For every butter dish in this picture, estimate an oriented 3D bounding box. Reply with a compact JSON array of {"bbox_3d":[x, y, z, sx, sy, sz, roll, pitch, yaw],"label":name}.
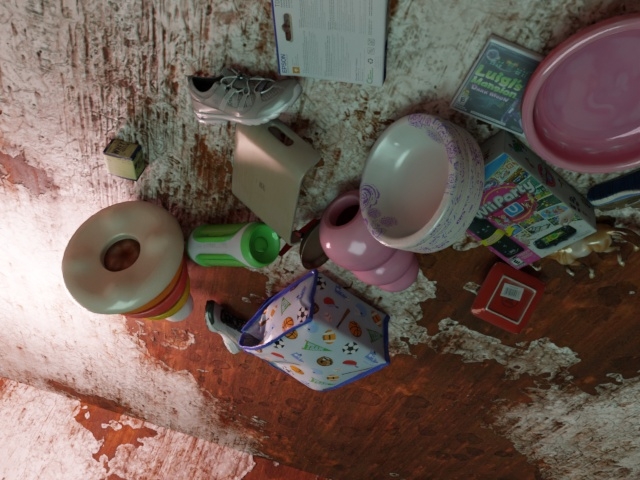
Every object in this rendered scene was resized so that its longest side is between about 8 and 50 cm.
[{"bbox_3d":[0.487,0.143,1.562,0.160,0.118,0.159,25,99,-7],"label":"butter dish"}]

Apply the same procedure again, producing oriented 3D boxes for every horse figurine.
[{"bbox_3d":[0.646,0.023,1.406,0.175,0.066,0.263,31,140,-26],"label":"horse figurine"}]

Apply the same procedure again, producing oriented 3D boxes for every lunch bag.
[{"bbox_3d":[-0.026,0.303,1.821,0.328,0.238,0.385,34,130,-22],"label":"lunch bag"}]

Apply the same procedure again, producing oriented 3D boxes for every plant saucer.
[{"bbox_3d":[0.539,-0.270,1.072,0.333,0.084,0.332,4,139,3],"label":"plant saucer"},{"bbox_3d":[0.000,0.000,1.542,0.029,0.168,0.168,34,148,30],"label":"plant saucer"}]

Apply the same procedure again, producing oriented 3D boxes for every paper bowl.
[{"bbox_3d":[0.224,-0.114,1.234,0.148,0.284,0.284,11,148,-36],"label":"paper bowl"}]

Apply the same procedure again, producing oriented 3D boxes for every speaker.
[{"bbox_3d":[-0.244,0.012,1.591,0.297,0.131,0.131,-1,140,47],"label":"speaker"}]

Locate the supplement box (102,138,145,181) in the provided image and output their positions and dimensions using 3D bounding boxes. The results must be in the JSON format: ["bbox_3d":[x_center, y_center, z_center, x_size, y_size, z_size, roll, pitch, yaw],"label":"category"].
[{"bbox_3d":[-0.516,-0.211,1.536,0.083,0.056,0.083,13,140,4],"label":"supplement box"}]

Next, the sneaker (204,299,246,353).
[{"bbox_3d":[-0.313,0.288,2.017,0.108,0.100,0.271,-17,134,15],"label":"sneaker"}]

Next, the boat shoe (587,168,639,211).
[{"bbox_3d":[0.677,-0.107,1.254,0.183,0.066,0.066,-15,136,45],"label":"boat shoe"}]

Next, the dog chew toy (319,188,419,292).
[{"bbox_3d":[0.141,0.020,1.477,0.207,0.206,0.332,-14,139,31],"label":"dog chew toy"}]

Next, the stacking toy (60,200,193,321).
[{"bbox_3d":[-0.516,0.136,1.775,0.351,0.350,0.479,5,151,13],"label":"stacking toy"}]

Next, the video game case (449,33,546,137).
[{"bbox_3d":[0.381,-0.298,1.161,0.191,0.022,0.173,21,139,-5],"label":"video game case"}]

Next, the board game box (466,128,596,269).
[{"bbox_3d":[0.434,-0.083,1.332,0.303,0.097,0.224,34,136,-19],"label":"board game box"}]

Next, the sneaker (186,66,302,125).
[{"bbox_3d":[-0.174,-0.317,1.255,0.282,0.105,0.115,-1,134,26],"label":"sneaker"}]

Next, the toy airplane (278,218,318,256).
[{"bbox_3d":[-0.073,-0.016,1.569,0.151,0.151,0.028,-25,111,38],"label":"toy airplane"}]

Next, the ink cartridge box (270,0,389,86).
[{"bbox_3d":[0.020,-0.414,1.132,0.224,0.045,0.223,10,139,11],"label":"ink cartridge box"}]

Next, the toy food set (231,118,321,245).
[{"bbox_3d":[-0.105,-0.149,1.405,0.220,0.092,0.306,42,147,21],"label":"toy food set"}]
